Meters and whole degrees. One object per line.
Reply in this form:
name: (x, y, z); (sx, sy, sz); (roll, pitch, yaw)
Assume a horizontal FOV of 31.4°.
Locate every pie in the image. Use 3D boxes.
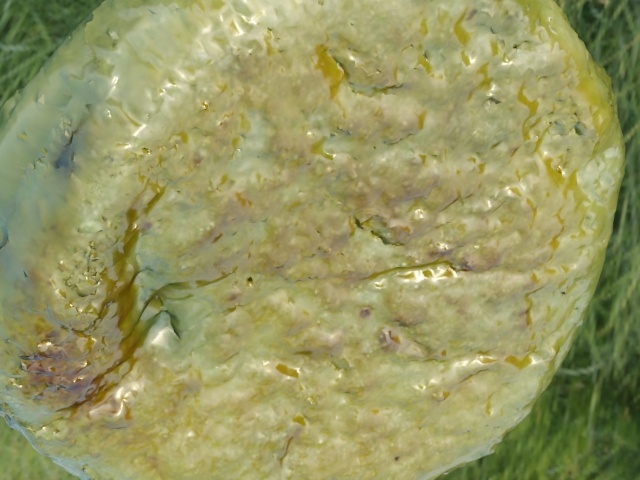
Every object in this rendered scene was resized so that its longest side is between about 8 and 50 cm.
pie: (0.000, 0.000, 0.443); (0.277, 0.277, 0.078); (49, -179, -42)
